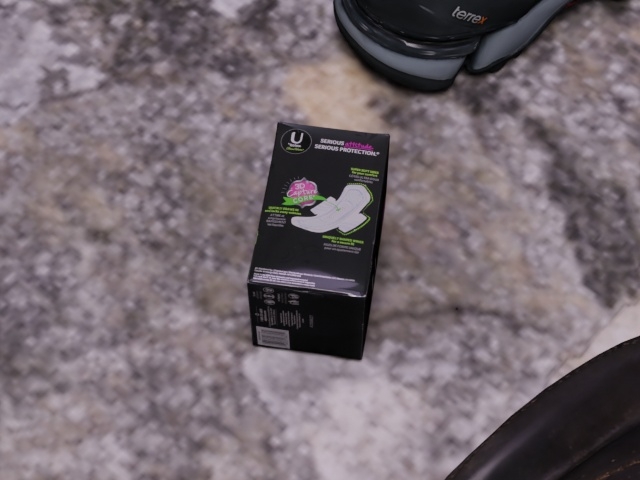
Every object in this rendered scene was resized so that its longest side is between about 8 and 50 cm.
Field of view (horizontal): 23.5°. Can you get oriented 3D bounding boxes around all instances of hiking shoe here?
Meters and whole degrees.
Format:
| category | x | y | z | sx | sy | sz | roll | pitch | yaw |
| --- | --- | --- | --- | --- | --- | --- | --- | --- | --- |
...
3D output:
| category | x | y | z | sx | sy | sz | roll | pitch | yaw |
| --- | --- | --- | --- | --- | --- | --- | --- | --- | --- |
| hiking shoe | 0.143 | -0.186 | 0.750 | 0.304 | 0.132 | 0.113 | -35 | 67 | -20 |

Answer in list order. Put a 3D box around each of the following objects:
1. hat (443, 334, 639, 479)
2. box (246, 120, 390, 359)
| category | x | y | z | sx | sy | sz | roll | pitch | yaw |
| --- | --- | --- | --- | --- | --- | --- | --- | --- | --- |
| hat | 0.115 | 0.115 | 0.478 | 0.331 | 0.134 | 0.331 | -21 | 33 | 15 |
| box | 0.000 | 0.000 | 0.676 | 0.052 | 0.062 | 0.083 | 8 | 60 | 4 |
